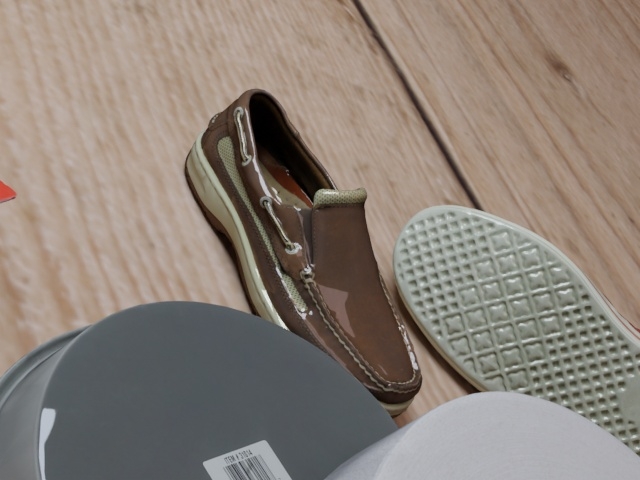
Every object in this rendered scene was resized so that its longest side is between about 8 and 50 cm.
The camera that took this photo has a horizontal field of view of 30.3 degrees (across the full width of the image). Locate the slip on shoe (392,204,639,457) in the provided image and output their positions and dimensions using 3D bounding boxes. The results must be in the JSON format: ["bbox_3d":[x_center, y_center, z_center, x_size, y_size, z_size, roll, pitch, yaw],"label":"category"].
[{"bbox_3d":[0.196,0.090,0.908,0.331,0.123,0.101,33,2,1],"label":"slip on shoe"}]

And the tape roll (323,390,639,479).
[{"bbox_3d":[0.135,0.267,0.599,0.392,0.072,0.392,30,41,-30],"label":"tape roll"}]

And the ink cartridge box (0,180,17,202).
[{"bbox_3d":[-0.376,-0.137,0.598,0.385,0.091,0.308,41,33,20],"label":"ink cartridge box"}]

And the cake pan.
[{"bbox_3d":[-0.047,0.147,0.648,0.293,0.054,0.293,24,37,-20],"label":"cake pan"}]

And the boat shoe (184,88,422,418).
[{"bbox_3d":[-0.005,0.001,0.816,0.095,0.095,0.257,-12,58,-49],"label":"boat shoe"}]
